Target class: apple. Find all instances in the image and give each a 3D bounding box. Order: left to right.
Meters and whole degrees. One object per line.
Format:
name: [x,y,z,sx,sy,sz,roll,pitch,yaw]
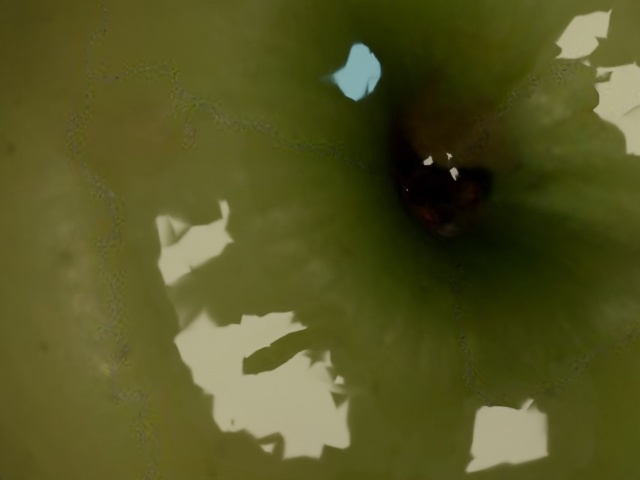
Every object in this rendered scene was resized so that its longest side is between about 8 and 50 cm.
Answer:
apple: [0.000,0.000,0.692,0.474,0.473,0.473,0,91,-10]
